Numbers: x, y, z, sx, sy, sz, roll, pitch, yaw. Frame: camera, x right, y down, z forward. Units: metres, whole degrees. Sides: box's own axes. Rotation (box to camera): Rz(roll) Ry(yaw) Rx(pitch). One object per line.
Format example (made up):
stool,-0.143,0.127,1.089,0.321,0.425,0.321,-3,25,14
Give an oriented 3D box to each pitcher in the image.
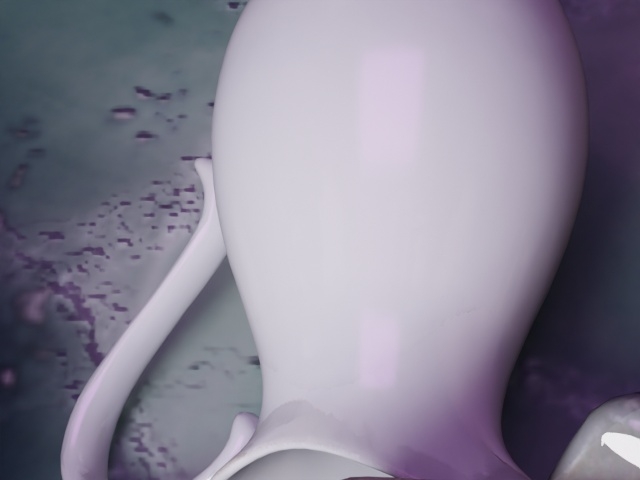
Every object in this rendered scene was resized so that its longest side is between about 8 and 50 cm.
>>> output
pitcher,0.000,0.000,0.589,0.178,0.125,0.207,-6,63,23

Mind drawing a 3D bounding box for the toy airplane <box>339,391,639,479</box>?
toy airplane,0.203,0.129,0.358,0.384,0.272,0.386,-40,65,14
